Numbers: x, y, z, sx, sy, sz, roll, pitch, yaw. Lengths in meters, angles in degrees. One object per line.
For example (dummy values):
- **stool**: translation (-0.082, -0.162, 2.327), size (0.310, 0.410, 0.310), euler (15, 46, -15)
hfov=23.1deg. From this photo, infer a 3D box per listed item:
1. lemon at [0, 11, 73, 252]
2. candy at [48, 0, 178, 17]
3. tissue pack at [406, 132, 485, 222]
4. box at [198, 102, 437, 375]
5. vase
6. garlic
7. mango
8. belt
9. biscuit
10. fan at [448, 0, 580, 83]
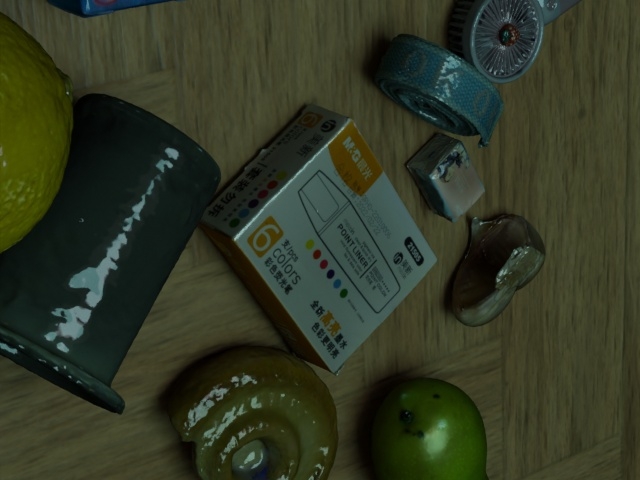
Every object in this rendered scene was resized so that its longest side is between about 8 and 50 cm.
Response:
- **lemon**: translation (-0.379, -0.101, 1.501), size (0.293, 0.293, 0.293), euler (-14, 113, -34)
- **candy**: translation (-0.212, -0.399, 1.636), size (0.157, 0.100, 0.306), euler (-16, 116, -31)
- **tissue pack**: translation (0.166, -0.081, 2.062), size (0.074, 0.059, 0.094), euler (-46, 128, -18)
- **box**: translation (0.000, 0.000, 1.942), size (0.221, 0.091, 0.274), euler (-49, 129, -15)
- **vase**: translation (-0.244, 0.006, 1.672), size (0.245, 0.245, 0.291), euler (40, 76, -39)
- **garlic**: translation (0.241, 0.041, 2.149), size (0.174, 0.099, 0.124), euler (-48, 147, -9)
- **mango**: translation (0.158, 0.306, 2.146), size (0.175, 0.143, 0.293), euler (-48, 138, -22)
- **belt**: translation (0.148, -0.194, 1.958), size (0.082, 0.147, 0.163), euler (-62, 158, -7)
- **biscuit**: translation (-0.073, 0.246, 1.974), size (0.213, 0.091, 0.274), euler (-42, 124, -16)
- **fan**: translation (0.271, -0.302, 2.055), size (0.244, 0.074, 0.130), euler (-36, 124, -23)
